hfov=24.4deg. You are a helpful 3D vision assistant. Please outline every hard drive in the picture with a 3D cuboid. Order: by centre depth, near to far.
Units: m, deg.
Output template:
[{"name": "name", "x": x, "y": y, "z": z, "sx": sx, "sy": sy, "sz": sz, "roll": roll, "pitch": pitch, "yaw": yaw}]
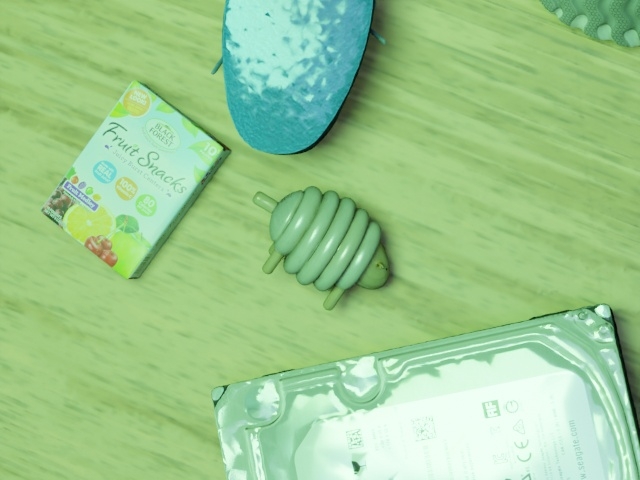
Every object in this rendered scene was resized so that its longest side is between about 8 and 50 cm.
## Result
[{"name": "hard drive", "x": 0.095, "y": 0.199, "z": 1.205, "sx": 0.339, "sy": 0.064, "sz": 0.237, "roll": -12, "pitch": 81, "yaw": 12}]

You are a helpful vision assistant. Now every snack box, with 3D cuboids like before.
[{"name": "snack box", "x": -0.159, "y": -0.051, "z": 1.273, "sx": 0.100, "sy": 0.037, "sz": 0.141, "roll": 38, "pitch": 95, "yaw": 6}]

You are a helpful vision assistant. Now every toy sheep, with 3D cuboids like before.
[{"name": "toy sheep", "x": 0.000, "y": 0.000, "z": 1.225, "sx": 0.132, "sy": 0.091, "sz": 0.091, "roll": 29, "pitch": 95, "yaw": -11}]

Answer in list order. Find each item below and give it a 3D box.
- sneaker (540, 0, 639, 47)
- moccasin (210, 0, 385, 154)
[{"name": "sneaker", "x": 0.308, "y": -0.229, "z": 1.184, "sx": 0.281, "sy": 0.105, "sz": 0.115, "roll": -1, "pitch": 57, "yaw": 9}, {"name": "moccasin", "x": -0.003, "y": -0.238, "z": 1.213, "sx": 0.137, "sy": 0.117, "sz": 0.342, "roll": 10, "pitch": 92, "yaw": 1}]
